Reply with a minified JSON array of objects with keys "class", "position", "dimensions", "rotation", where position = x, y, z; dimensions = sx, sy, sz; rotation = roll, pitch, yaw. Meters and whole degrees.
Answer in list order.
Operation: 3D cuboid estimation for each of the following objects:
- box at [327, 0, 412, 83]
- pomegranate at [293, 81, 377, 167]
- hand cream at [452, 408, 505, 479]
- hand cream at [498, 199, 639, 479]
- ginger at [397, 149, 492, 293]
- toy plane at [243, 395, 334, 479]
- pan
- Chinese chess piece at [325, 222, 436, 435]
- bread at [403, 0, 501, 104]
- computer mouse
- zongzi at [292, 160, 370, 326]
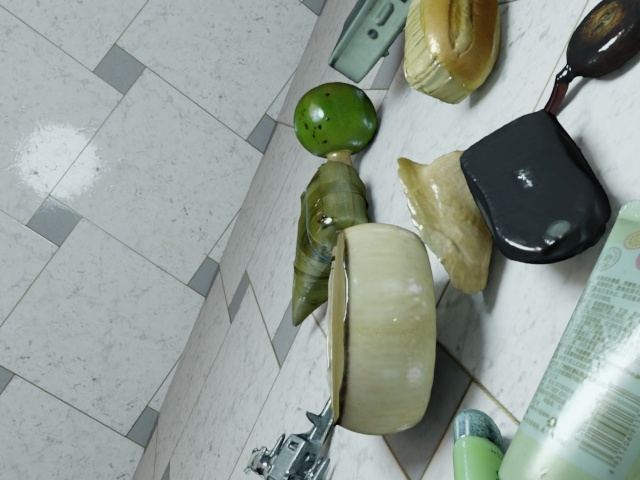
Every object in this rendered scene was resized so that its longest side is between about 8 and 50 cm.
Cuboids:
[{"class":"box","position":[0.189,-0.531,1.228],"dimensions":[0.396,0.111,0.396],"rotation":[-49,8,49]},{"class":"pomegranate","position":[0.035,-0.231,1.390],"dimensions":[0.187,0.187,0.225],"rotation":[152,113,-66]},{"class":"hand cream","position":[0.146,0.232,0.558],"dimensions":[0.046,0.095,0.175],"rotation":[-25,32,22]},{"class":"hand cream","position":[0.215,0.109,0.475],"dimensions":[0.305,0.093,0.147],"rotation":[-65,16,0]},{"class":"ginger","position":[0.185,-0.030,0.762],"dimensions":[0.123,0.115,0.193],"rotation":[-26,58,21]},{"class":"toy plane","position":[-0.030,0.324,0.975],"dimensions":[0.192,0.088,0.261],"rotation":[11,74,46]},{"class":"pan","position":[0.294,-0.200,0.727],"dimensions":[0.212,0.040,0.114],"rotation":[-53,16,39]},{"class":"Chinese chess piece","position":[0.066,0.106,0.784],"dimensions":[0.257,0.104,0.256],"rotation":[-178,90,-86]},{"class":"bread","position":[0.208,-0.325,0.987],"dimensions":[0.106,0.140,0.236],"rotation":[-40,33,52]},{"class":"computer mouse","position":[0.223,-0.048,0.657],"dimensions":[0.122,0.073,0.217],"rotation":[-27,41,17]},{"class":"zongzi","position":[0.000,0.000,1.257],"dimensions":[0.250,0.125,0.274],"rotation":[-91,23,-52]}]
